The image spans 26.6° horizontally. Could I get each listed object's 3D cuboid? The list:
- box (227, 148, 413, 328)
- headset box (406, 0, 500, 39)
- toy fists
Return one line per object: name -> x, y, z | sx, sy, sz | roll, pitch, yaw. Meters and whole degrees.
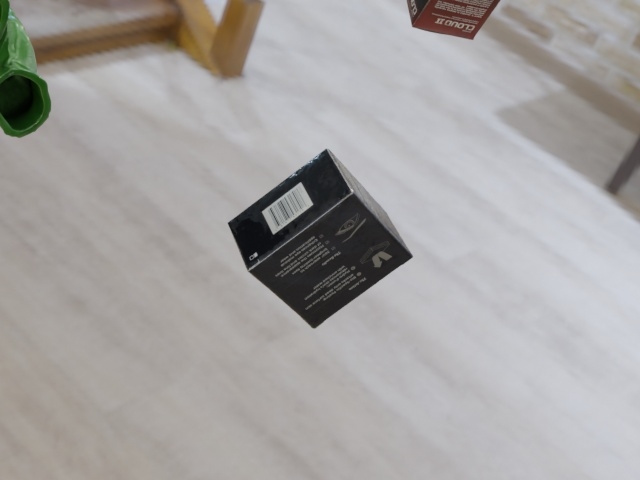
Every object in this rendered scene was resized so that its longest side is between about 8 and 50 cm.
box -> 0.000, 0.000, 1.636 | 0.158, 0.156, 0.093 | 45, 13, -45
headset box -> 0.061, -0.130, 0.565 | 0.032, 0.083, 0.062 | 8, 52, -21
toy fists -> -0.402, -0.255, 1.603 | 0.096, 0.279, 0.142 | -34, 55, -14
